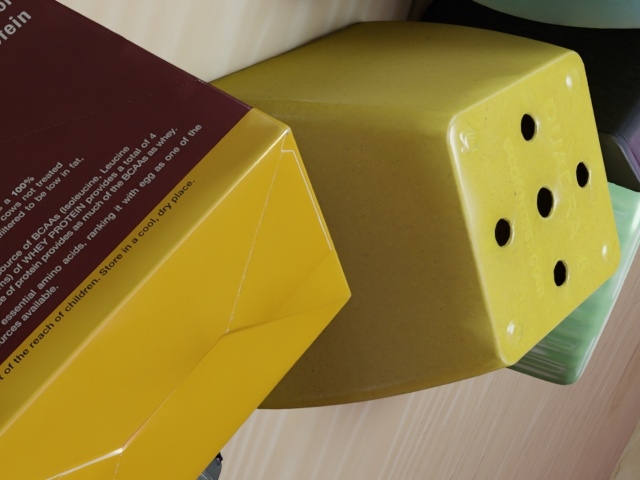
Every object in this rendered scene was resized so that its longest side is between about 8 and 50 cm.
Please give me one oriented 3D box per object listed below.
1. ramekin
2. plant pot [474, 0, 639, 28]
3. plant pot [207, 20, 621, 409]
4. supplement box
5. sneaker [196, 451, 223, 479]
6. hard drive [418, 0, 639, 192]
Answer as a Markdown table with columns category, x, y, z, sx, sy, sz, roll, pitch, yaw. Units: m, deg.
| category | x | y | z | sx | sy | sz | roll | pitch | yaw |
| --- | --- | --- | --- | --- | --- | --- | --- | --- | --- |
| ramekin | 0.208 | -0.019 | 0.893 | 0.303 | 0.148 | 0.303 | -59 | 163 | -31 |
| plant pot | 0.194 | -0.298 | 0.569 | 0.293 | 0.293 | 0.235 | -41 | 136 | -29 |
| plant pot | 0.061 | -0.023 | 0.622 | 0.212 | 0.187 | 0.212 | -31 | 112 | -40 |
| supplement box | -0.128 | 0.015 | 0.435 | 0.191 | 0.194 | 0.129 | -49 | 149 | -18 |
| sneaker | -0.117 | 0.145 | 0.702 | 0.106 | 0.078 | 0.234 | -37 | 148 | -39 |
| hard drive | 0.172 | -0.152 | 0.693 | 0.054 | 0.255 | 0.172 | 29 | 99 | -39 |
